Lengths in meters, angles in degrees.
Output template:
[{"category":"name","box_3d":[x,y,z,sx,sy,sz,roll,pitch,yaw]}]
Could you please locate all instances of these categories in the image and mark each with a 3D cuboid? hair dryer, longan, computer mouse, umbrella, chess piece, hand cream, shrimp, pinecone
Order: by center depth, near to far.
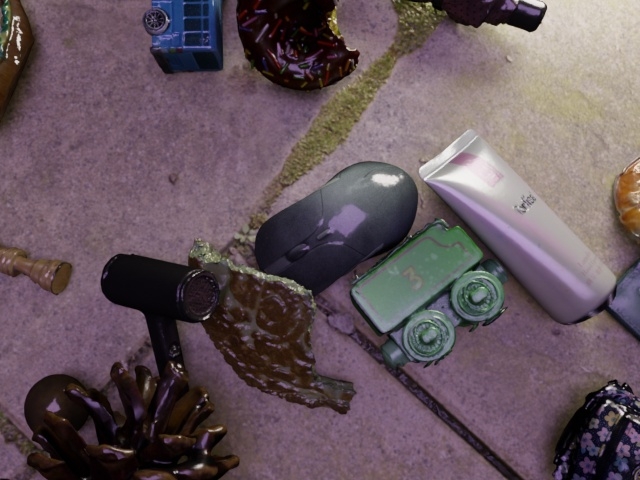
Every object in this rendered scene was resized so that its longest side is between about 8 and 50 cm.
[{"category":"pinecone","box_3d":[-0.271,0.345,0.773,0.385,0.384,0.384,0,85,-1]},{"category":"hair dryer","box_3d":[-0.244,0.150,0.907,0.197,0.089,0.251,5,110,35]},{"category":"longan","box_3d":[-0.429,0.269,0.909,0.119,0.106,0.106,-5,83,38]},{"category":"hand cream","box_3d":[0.329,-0.024,0.933,0.358,0.118,0.185,49,56,4]},{"category":"computer mouse","box_3d":[0.000,0.000,0.940,0.379,0.090,0.167,-37,85,-1]},{"category":"chess piece","box_3d":[-0.514,0.038,0.946,0.172,0.060,0.060,18,85,3]},{"category":"shrimp","box_3d":[0.597,-0.123,0.967,0.164,0.062,0.316,5,72,22]},{"category":"umbrella","box_3d":[0.235,-0.435,0.983,0.326,0.094,0.090,22,41,3]}]

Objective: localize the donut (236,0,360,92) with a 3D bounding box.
[{"category":"donut","box_3d":[-0.036,-0.354,0.917,0.216,0.096,0.230,7,123,-1]}]

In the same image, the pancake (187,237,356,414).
[{"category":"pancake","box_3d":[-0.081,0.138,0.920,0.197,0.054,0.376,-37,96,21]}]

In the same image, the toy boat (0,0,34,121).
[{"category":"toy boat","box_3d":[-0.549,-0.322,0.954,0.099,0.108,0.292,14,84,-27]}]

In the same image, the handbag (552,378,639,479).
[{"category":"handbag","box_3d":[0.482,0.350,0.873,0.208,0.127,0.228,26,88,31]}]

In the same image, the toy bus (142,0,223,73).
[{"category":"toy bus","box_3d":[-0.227,-0.417,0.961,0.134,0.116,0.233,-1,87,-2]}]

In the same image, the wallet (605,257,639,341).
[{"category":"wallet","box_3d":[0.663,0.088,0.960,0.290,0.054,0.251,-45,83,1]}]

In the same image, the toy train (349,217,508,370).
[{"category":"toy train","box_3d":[0.176,0.089,0.917,0.243,0.132,0.188,-36,79,-4]}]
